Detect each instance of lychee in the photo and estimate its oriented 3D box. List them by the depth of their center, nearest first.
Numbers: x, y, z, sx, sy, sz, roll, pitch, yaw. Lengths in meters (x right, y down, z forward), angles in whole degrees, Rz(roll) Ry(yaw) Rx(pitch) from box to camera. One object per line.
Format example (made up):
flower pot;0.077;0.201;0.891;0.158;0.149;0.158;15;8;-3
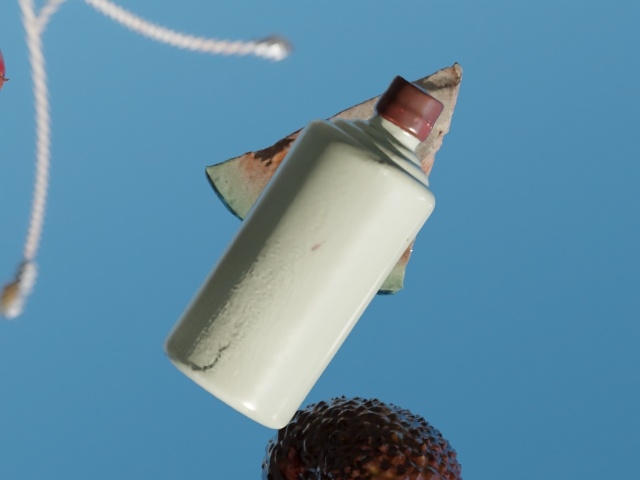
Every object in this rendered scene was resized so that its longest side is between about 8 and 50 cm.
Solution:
lychee;0.040;0.229;1.754;0.194;0.194;0.194;-15;-143;11

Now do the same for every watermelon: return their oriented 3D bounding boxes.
watermelon;0.042;-0.042;1.502;0.202;0.136;0.207;-19;-170;25

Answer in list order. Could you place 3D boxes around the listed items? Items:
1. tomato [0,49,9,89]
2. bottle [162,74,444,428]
tomato;-0.323;-0.153;1.474;0.166;0.174;0.082;-9;-106;10
bottle;0.000;0.000;1.317;0.245;0.104;0.104;-55;-140;1
